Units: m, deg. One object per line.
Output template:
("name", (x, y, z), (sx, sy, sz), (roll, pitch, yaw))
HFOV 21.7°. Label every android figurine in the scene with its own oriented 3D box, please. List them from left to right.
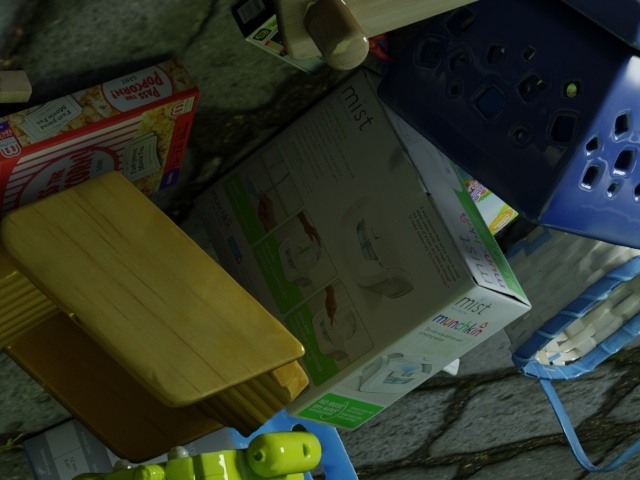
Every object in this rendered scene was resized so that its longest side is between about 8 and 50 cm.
("android figurine", (-0.129, 0.232, 1.613), (0.248, 0.056, 0.273), (-16, 168, 26))

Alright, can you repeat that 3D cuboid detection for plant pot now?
("plant pot", (0.235, -0.145, 1.526), (0.236, 0.236, 0.212), (11, 114, -47))

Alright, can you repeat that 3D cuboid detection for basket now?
("basket", (0.351, 0.097, 1.986), (0.255, 0.289, 0.201), (-40, 149, 27))

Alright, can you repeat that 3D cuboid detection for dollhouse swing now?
("dollhouse swing", (-0.243, 0.143, 1.490), (0.305, 0.315, 0.347), (-46, 179, -22))

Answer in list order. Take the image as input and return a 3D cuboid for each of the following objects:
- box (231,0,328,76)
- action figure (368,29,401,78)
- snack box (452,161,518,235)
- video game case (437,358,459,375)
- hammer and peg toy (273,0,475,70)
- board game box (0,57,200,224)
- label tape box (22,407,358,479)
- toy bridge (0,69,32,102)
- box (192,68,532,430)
("box", (0.035, -0.231, 1.440), (0.207, 0.036, 0.114), (-37, 150, 21))
("action figure", (0.060, -0.180, 1.549), (0.030, 0.038, 0.115), (-8, 157, 15))
("snack box", (0.099, -0.009, 1.786), (0.207, 0.070, 0.174), (-39, 157, 4))
("video game case", (0.014, 0.103, 1.858), (0.227, 0.026, 0.206), (8, 168, 30))
("hammer and peg toy", (0.126, -0.284, 1.275), (0.361, 0.127, 0.266), (-19, 138, -10))
("board game box", (-0.209, -0.074, 1.466), (0.193, 0.045, 0.147), (-23, 156, -25))
("label tape box", (-0.142, 0.286, 1.952), (0.347, 0.249, 0.115), (-24, 152, -1))
("toy bridge", (-0.302, -0.080, 1.437), (0.063, 0.026, 0.188), (-6, 146, -31))
("box", (0.034, 0.010, 1.613), (0.231, 0.262, 0.126), (-37, 151, 19))
